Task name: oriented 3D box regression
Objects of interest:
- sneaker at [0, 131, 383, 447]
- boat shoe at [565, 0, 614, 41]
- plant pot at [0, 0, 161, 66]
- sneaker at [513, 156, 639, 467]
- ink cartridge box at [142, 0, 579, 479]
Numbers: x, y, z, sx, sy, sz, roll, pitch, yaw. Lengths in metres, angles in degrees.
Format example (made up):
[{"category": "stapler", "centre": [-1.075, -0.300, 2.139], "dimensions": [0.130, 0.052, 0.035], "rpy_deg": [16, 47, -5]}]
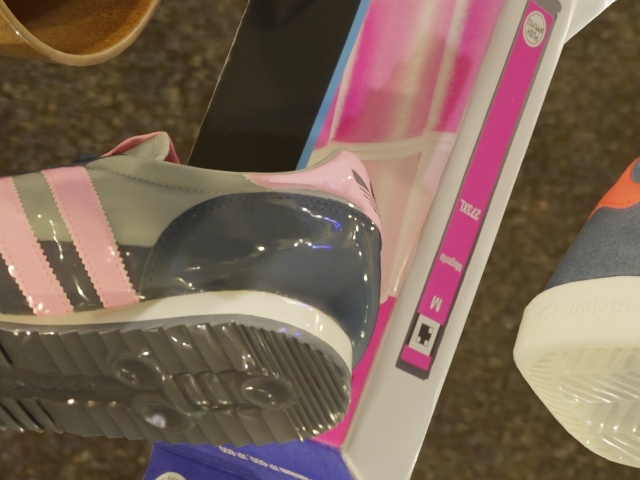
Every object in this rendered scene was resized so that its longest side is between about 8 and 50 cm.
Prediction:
[{"category": "sneaker", "centre": [-0.122, 0.010, 0.865], "dimensions": [0.112, 0.319, 0.131], "rpy_deg": [75, 27, -49]}, {"category": "boat shoe", "centre": [0.129, -0.169, 1.034], "dimensions": [0.267, 0.096, 0.088], "rpy_deg": [-32, 121, 8]}, {"category": "plant pot", "centre": [-0.230, -0.206, 0.966], "dimensions": [0.237, 0.254, 0.237], "rpy_deg": [2, 90, -66]}, {"category": "sneaker", "centre": [0.247, 0.011, 0.741], "dimensions": [0.131, 0.350, 0.148], "rpy_deg": [57, 49, -39]}, {"category": "ink cartridge box", "centre": [0.000, 0.000, 0.972], "dimensions": [0.069, 0.176, 0.371], "rpy_deg": [25, 81, -47]}]
